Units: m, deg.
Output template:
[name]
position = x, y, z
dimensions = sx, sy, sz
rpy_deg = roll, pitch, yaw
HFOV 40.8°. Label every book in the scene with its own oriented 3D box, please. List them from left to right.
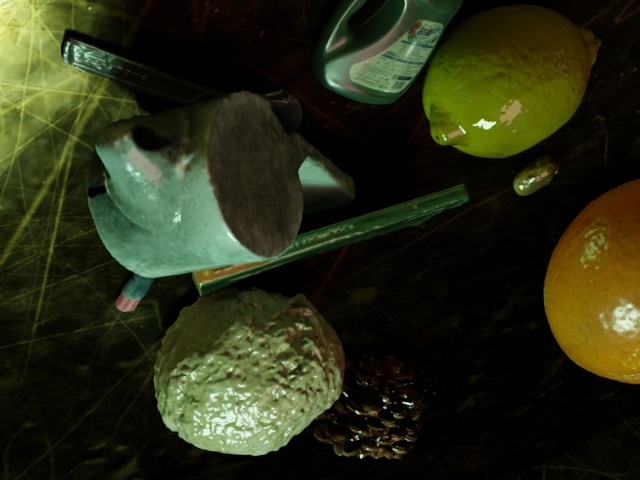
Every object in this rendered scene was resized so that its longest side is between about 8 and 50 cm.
[book]
position = 0.000, 0.000, 1.217
dimensions = 0.371, 0.043, 0.260
rpy_deg = -18, 177, -10

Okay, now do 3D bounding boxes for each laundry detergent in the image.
[laundry detergent]
position = 0.089, -0.261, 0.985
dimensions = 0.144, 0.078, 0.221
rpy_deg = 8, 137, -32

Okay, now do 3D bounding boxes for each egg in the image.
[egg]
position = -0.116, 0.203, 1.350
dimensions = 0.310, 0.279, 0.279
rpy_deg = -29, 146, 12

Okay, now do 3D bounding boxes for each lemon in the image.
[lemon]
position = 0.231, -0.200, 1.060
dimensions = 0.248, 0.184, 0.184
rpy_deg = -31, 148, -12

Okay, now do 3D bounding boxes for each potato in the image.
[potato]
position = 0.346, -0.103, 1.381
dimensions = 0.051, 0.040, 0.083
rpy_deg = 25, 123, -41

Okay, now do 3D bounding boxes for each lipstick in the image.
[lipstick]
position = -0.242, 0.030, 1.226
dimensions = 0.053, 0.053, 0.234
rpy_deg = 7, 140, -36

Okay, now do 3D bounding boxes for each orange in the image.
[orange]
position = 0.600, 0.066, 1.506
dimensions = 0.424, 0.326, 0.424
rpy_deg = -7, 153, -4

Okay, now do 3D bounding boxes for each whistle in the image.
[whistle]
position = -0.106, -0.079, 1.026
dimensions = 0.168, 0.188, 0.405
rpy_deg = -9, -169, 28

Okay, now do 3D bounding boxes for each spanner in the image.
[spanner]
position = -0.151, -0.175, 1.012
dimensions = 0.325, 0.026, 0.093
rpy_deg = 14, 134, -40

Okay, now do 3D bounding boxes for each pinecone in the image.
[pinecone]
position = 0.099, 0.321, 1.694
dimensions = 0.221, 0.221, 0.221
rpy_deg = -15, 145, -11
